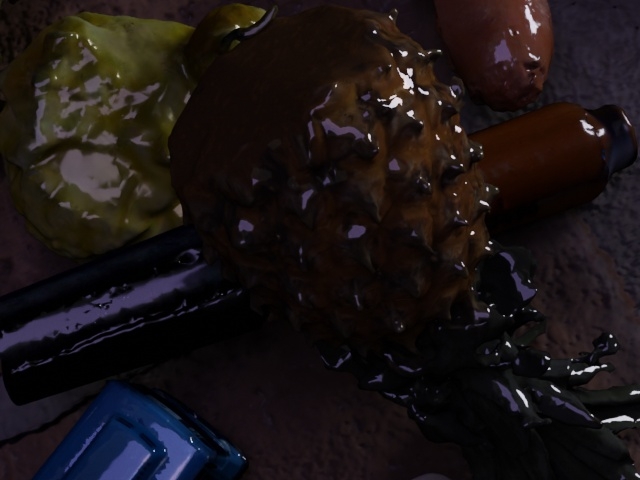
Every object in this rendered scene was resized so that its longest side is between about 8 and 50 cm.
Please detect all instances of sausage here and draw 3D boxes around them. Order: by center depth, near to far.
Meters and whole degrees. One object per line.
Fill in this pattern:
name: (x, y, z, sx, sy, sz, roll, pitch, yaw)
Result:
sausage: (0.076, -0.223, 0.986, 0.087, 0.079, 0.327, -10, 63, -35)

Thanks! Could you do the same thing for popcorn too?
popcorn: (-0.109, -0.070, 0.934, 0.195, 0.173, 0.168, -12, 58, 1)

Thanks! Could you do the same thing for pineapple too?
pineapple: (0.062, 0.043, 0.799, 0.165, 0.364, 0.165, -24, 36, 19)

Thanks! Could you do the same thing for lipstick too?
lipstick: (0.000, 0.000, 0.898, 0.418, 0.077, 0.077, -20, 70, -10)

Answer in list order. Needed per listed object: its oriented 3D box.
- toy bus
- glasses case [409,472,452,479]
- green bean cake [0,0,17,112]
toy bus: (-0.136, 0.176, 0.887, 0.090, 0.106, 0.185, 34, 81, 20)
glasses case: (0.102, 0.282, 0.798, 0.131, 0.070, 0.313, -18, 63, -41)
green bean cake: (-0.346, -0.095, 0.953, 0.310, 0.285, 0.202, -23, 67, -31)
